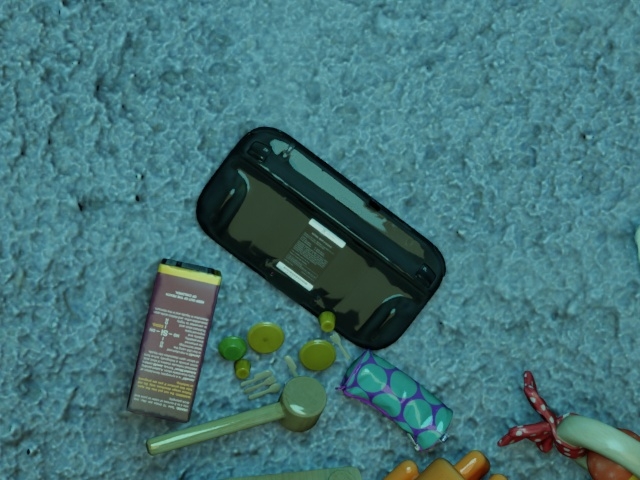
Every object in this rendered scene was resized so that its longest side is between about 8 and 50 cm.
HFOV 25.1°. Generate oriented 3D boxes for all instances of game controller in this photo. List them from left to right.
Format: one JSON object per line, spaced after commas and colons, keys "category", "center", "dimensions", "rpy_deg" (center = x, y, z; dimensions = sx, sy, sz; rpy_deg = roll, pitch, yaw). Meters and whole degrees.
{"category": "game controller", "center": [0.000, 0.000, 1.836], "dimensions": [0.319, 0.067, 0.166], "rpy_deg": [37, 104, -5]}

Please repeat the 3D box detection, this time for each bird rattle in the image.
{"category": "bird rattle", "center": [0.358, 0.263, 1.809], "dimensions": [0.253, 0.207, 0.143], "rpy_deg": [47, 70, -14]}

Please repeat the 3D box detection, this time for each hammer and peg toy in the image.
{"category": "hammer and peg toy", "center": [-0.072, 0.363, 1.780], "dimensions": [0.266, 0.127, 0.361], "rpy_deg": [-5, 64, -9]}

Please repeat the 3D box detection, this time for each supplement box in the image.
{"category": "supplement box", "center": [-0.182, 0.124, 1.798], "dimensions": [0.081, 0.104, 0.188], "rpy_deg": [13, 92, -4]}

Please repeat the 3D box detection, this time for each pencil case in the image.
{"category": "pencil case", "center": [0.098, 0.207, 1.844], "dimensions": [0.152, 0.064, 0.070], "rpy_deg": [37, 74, -5]}

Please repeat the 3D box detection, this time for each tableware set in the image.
{"category": "tableware set", "center": [-0.047, 0.136, 1.833], "dimensions": [0.154, 0.024, 0.104], "rpy_deg": [-23, 118, 10]}

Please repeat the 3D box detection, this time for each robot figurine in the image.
{"category": "robot figurine", "center": [0.145, 0.364, 1.826], "dimensions": [0.219, 0.128, 0.158], "rpy_deg": [-45, 106, -2]}

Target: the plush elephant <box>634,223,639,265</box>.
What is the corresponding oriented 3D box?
{"category": "plush elephant", "center": [0.557, 0.009, 1.790], "dimensions": [0.272, 0.330, 0.255], "rpy_deg": [-32, 72, -15]}
